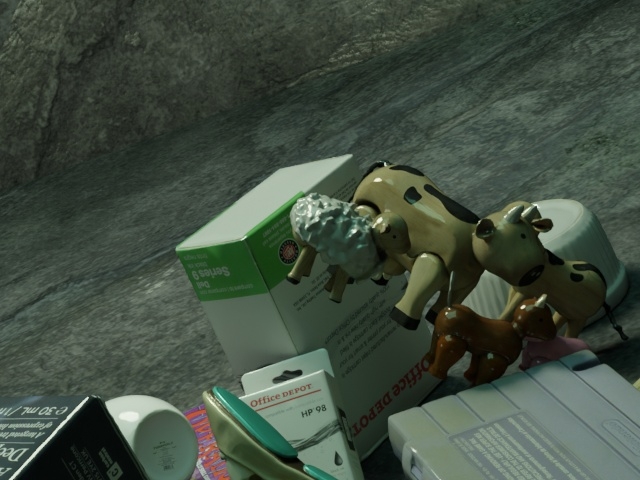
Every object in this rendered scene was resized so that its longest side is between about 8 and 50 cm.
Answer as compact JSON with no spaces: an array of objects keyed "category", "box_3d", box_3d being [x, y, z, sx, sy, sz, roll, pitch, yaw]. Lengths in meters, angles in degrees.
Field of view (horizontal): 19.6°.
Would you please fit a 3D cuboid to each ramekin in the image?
[{"category":"ramekin","box_3d":[0.253,0.034,2.204,0.207,0.109,0.207,-19,17,6]}]

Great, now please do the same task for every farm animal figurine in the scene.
[{"category":"farm animal figurine","box_3d":[0.161,0.019,1.933,0.327,0.172,0.330,31,15,16]}]

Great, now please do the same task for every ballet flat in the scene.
[{"category":"ballet flat","box_3d":[-0.038,0.240,1.825,0.248,0.086,0.086,34,48,25]}]

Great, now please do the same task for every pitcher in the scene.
[{"category":"pitcher","box_3d":[-0.204,0.230,2.021,0.178,0.125,0.207,-16,-2,-40]}]

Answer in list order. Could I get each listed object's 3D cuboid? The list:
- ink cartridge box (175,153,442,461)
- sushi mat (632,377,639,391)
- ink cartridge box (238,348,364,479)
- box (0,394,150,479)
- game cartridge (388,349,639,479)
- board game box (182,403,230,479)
[{"category":"ink cartridge box","box_3d":[-0.005,0.082,2.069,0.121,0.289,0.211,-9,21,42]},{"category":"sushi mat","box_3d":[0.286,0.206,1.801,0.316,0.019,0.151,-33,22,-33]},{"category":"ink cartridge box","box_3d":[-0.024,0.203,1.909,0.104,0.180,0.060,-19,-19,10]},{"category":"box","box_3d":[-0.375,0.346,1.766,0.293,0.212,0.395,-5,32,41]},{"category":"game cartridge","box_3d":[0.221,0.216,1.642,0.230,0.068,0.355,-21,25,-12]},{"category":"board game box","box_3d":[-0.178,0.289,2.062,0.208,0.056,0.347,-20,17,-7]}]
